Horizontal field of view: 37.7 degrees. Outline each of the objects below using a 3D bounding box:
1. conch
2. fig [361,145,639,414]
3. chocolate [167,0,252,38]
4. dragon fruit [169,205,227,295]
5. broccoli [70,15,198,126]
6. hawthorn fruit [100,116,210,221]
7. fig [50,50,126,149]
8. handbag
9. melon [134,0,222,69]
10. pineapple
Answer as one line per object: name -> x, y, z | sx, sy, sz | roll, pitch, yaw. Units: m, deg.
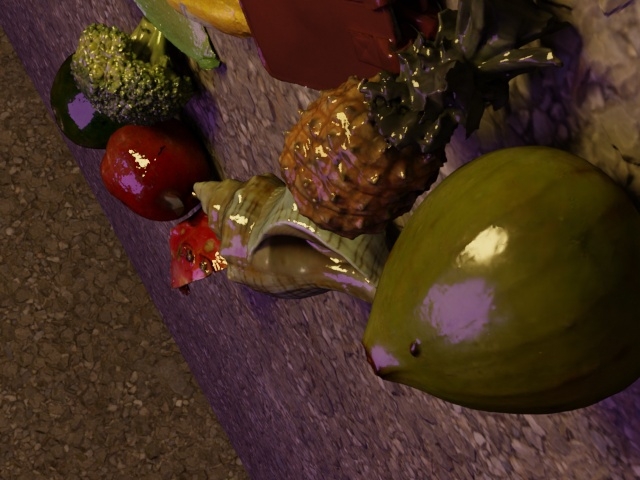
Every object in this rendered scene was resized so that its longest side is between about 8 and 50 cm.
conch -> 0.003, -0.013, 1.094 | 0.386, 0.169, 0.203 | 9, 160, 25
fig -> 0.135, 0.044, 0.699 | 0.203, 0.225, 0.203 | 58, -176, -7
chocolate -> -0.106, -0.282, 1.098 | 0.219, 0.086, 0.085 | 34, 147, 50
dragon fruit -> -0.203, 0.006, 1.622 | 0.126, 0.161, 0.274 | 61, 164, -6
broccoli -> -0.290, -0.268, 1.469 | 0.198, 0.226, 0.176 | 32, 130, -19
hawthorn fruit -> -0.272, -0.121, 1.622 | 0.202, 0.185, 0.185 | 34, 150, 26
fig -> -0.381, -0.263, 1.681 | 0.245, 0.195, 0.195 | -5, 112, 63
handbag -> -0.002, -0.250, 0.850 | 0.275, 0.084, 0.260 | 28, 144, 55
melon -> -0.214, -0.350, 1.360 | 0.261, 0.053, 0.114 | 54, 142, 10
pineapple -> 0.071, -0.102, 0.712 | 0.248, 0.128, 0.128 | -41, 77, 45
